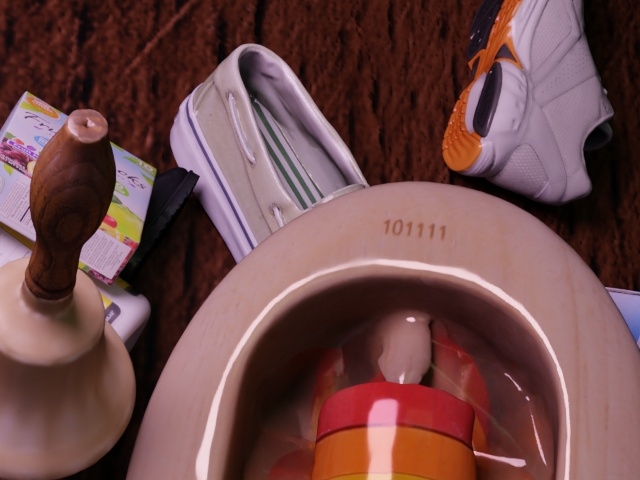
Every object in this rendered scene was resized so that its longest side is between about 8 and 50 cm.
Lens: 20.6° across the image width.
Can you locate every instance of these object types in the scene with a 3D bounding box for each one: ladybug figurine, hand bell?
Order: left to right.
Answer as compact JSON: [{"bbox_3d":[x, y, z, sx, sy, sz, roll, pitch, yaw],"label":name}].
[{"bbox_3d":[-0.136,0.012,0.889,0.126,0.242,0.126,8,54,-12],"label":"hand bell"},{"bbox_3d":[0.041,0.179,1.008,0.305,0.162,0.449,7,58,9],"label":"ladybug figurine"}]

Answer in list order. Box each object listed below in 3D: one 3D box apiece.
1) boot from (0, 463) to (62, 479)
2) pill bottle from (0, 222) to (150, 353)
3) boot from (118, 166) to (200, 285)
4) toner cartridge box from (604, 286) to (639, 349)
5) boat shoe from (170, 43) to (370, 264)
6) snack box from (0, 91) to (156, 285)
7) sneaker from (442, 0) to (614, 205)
[{"bbox_3d":[-0.288,0.183,0.914,0.264,0.096,0.280,35,49,0],"label":"boot"},{"bbox_3d":[-0.202,0.026,1.069,0.184,0.103,0.103,37,48,2],"label":"pill bottle"},{"bbox_3d":[-0.147,-0.028,1.181,0.099,0.045,0.121,32,49,1],"label":"boot"},{"bbox_3d":[0.322,0.127,1.166,0.348,0.165,0.075,25,80,-29],"label":"toner cartridge box"},{"bbox_3d":[0.000,0.000,1.199,0.109,0.094,0.302,-25,70,-38],"label":"boat shoe"},{"bbox_3d":[-0.155,-0.035,1.078,0.100,0.037,0.141,33,16,-12],"label":"snack box"},{"bbox_3d":[0.182,-0.131,1.405,0.121,0.099,0.262,29,55,-15],"label":"sneaker"}]
